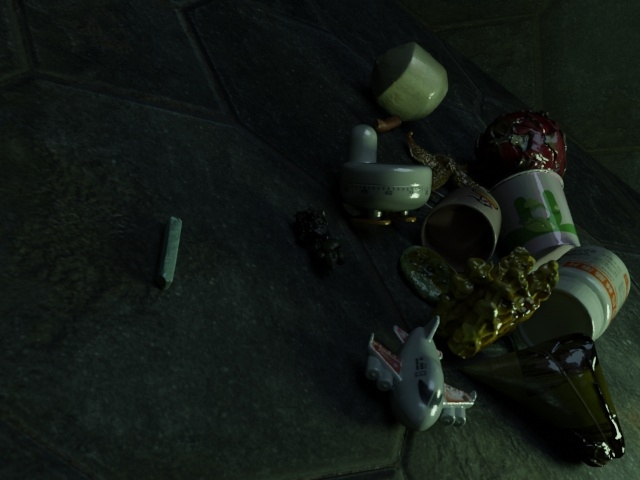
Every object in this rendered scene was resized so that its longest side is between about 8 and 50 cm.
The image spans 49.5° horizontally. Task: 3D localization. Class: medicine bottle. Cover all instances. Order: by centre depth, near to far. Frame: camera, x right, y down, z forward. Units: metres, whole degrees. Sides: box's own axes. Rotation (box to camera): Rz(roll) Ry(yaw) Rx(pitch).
[{"bbox_3d":[0.658,0.154,1.801,0.211,0.211,0.371,48,36,14],"label":"medicine bottle"}]

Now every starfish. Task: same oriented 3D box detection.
[{"bbox_3d":[0.426,-0.201,2.186,0.293,0.084,0.302,18,34,-28],"label":"starfish"}]

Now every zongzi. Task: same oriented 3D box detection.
[{"bbox_3d":[0.488,0.376,1.534,0.317,0.154,0.290,-13,77,-6],"label":"zongzi"}]

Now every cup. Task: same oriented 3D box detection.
[{"bbox_3d":[0.356,-0.057,1.841,0.252,0.192,0.200,35,29,6],"label":"cup"},{"bbox_3d":[0.644,-0.037,2.080,0.253,0.253,0.274,16,47,-32],"label":"cup"}]

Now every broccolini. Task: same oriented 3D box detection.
[{"bbox_3d":[0.466,0.199,1.751,0.073,0.058,0.201,-1,48,-37],"label":"broccolini"}]

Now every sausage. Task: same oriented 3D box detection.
[{"bbox_3d":[0.212,-0.374,2.212,0.040,0.047,0.176,32,28,19],"label":"sausage"}]

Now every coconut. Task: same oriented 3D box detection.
[{"bbox_3d":[0.283,-0.535,2.310,0.247,0.245,0.245,39,31,-16],"label":"coconut"}]

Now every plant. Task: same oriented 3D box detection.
[{"bbox_3d":[0.000,0.000,1.509,0.085,0.087,0.174,-19,54,-20],"label":"plant"}]

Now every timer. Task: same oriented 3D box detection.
[{"bbox_3d":[0.159,-0.166,1.720,0.233,0.240,0.233,2,8,0],"label":"timer"}]

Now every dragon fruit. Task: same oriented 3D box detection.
[{"bbox_3d":[0.680,-0.289,2.355,0.329,0.329,0.329,27,34,-20],"label":"dragon fruit"}]

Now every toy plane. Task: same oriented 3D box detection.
[{"bbox_3d":[0.191,0.258,1.343,0.252,0.118,0.252,24,37,-20],"label":"toy plane"}]

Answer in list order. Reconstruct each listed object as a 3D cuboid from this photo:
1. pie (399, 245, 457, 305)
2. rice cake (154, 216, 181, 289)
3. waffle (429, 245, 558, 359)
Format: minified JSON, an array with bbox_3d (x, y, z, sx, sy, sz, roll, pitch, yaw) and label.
[{"bbox_3d":[0.274,0.085,1.705,0.186,0.041,0.187,22,38,-19],"label":"pie"},{"bbox_3d":[-0.271,0.020,1.239,0.029,0.033,0.171,27,33,-26],"label":"rice cake"},{"bbox_3d":[0.385,0.136,1.556,0.324,0.261,0.151,-4,44,-51],"label":"waffle"}]
